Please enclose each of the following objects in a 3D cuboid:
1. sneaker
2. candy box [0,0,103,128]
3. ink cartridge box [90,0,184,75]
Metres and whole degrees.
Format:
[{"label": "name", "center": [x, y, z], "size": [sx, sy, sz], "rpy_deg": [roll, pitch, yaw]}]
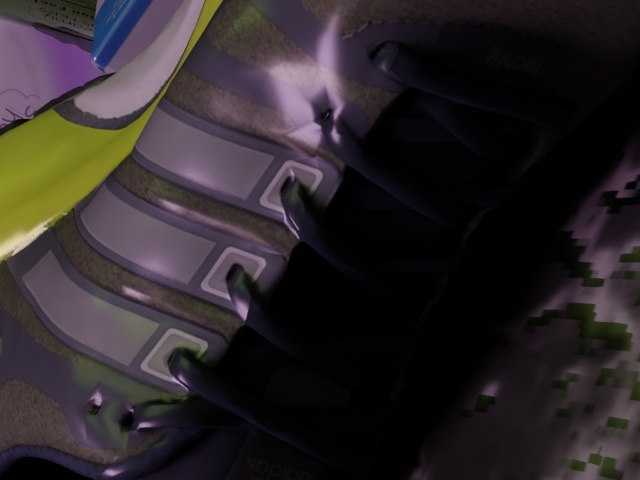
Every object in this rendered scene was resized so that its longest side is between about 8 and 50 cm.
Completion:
[{"label": "sneaker", "center": [0.000, 0.000, 0.385], "size": [0.300, 0.111, 0.121], "rpy_deg": [-41, 45, 43]}, {"label": "candy box", "center": [-0.123, -0.040, 0.717], "size": [0.196, 0.070, 0.165], "rpy_deg": [-105, 34, -65]}, {"label": "ink cartridge box", "center": [-0.014, -0.129, 0.617], "size": [0.140, 0.082, 0.191], "rpy_deg": [-53, 21, 18]}]
